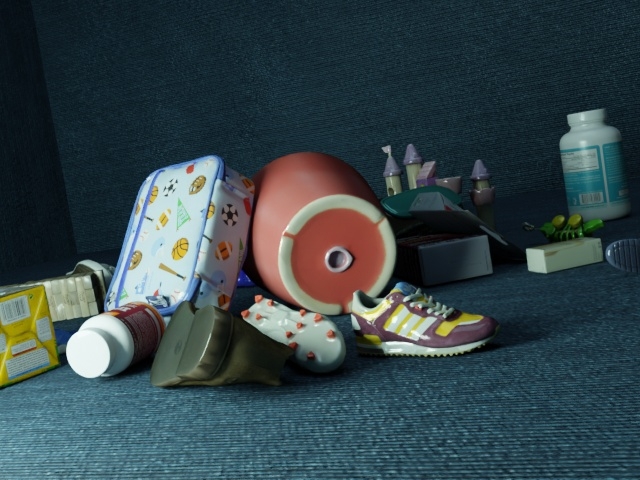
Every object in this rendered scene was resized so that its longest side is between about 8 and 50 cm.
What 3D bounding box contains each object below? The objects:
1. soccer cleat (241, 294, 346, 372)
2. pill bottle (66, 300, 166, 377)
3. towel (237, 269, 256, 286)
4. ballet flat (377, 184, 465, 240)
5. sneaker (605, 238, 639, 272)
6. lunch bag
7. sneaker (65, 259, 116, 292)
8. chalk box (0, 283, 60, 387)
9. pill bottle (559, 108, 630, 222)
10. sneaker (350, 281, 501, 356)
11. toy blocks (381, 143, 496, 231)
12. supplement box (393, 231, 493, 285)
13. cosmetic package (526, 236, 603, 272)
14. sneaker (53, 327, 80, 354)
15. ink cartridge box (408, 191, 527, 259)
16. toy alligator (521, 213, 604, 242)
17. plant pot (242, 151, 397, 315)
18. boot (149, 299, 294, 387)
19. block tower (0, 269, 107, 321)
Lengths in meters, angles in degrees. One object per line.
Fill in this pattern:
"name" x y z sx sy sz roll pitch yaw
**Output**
"soccer cleat" -0.025 0.123 1.060 0.068 0.076 0.196 -46 34 -17
"pill bottle" -0.284 0.139 1.190 0.086 0.086 0.152 -8 5 16
"towel" -0.134 0.053 1.955 0.308 0.076 0.227 -7 6 21
"ballet flat" 0.106 -0.017 1.787 0.482 0.182 0.164 -3 34 -39
"sneaker" 0.499 0.021 1.314 0.144 0.053 0.059 -2 4 -13
"lunch bag" -0.240 0.016 1.418 0.243 0.304 0.115 -7 -30 39
"sneaker" -0.531 0.090 2.085 0.123 0.106 0.290 -15 6 -29
"chalk box" -0.523 0.148 1.285 0.213 0.132 0.132 -7 6 30
"pill bottle" 0.663 -0.182 2.074 0.146 0.264 0.146 -9 5 1
"sneaker" 0.119 0.090 1.015 0.185 0.084 0.069 -7 5 27
"toy blocks" 0.245 -0.118 2.148 0.308 0.260 0.288 -12 6 -33
"supplement box" 0.215 0.030 1.597 0.130 0.073 0.239 -10 4 -11
"cosmetic package" 0.418 0.024 1.463 0.115 0.041 0.060 -11 6 -18
"sneaker" -0.451 0.147 1.410 0.058 0.085 0.152 -5 6 42
"ink cartridge box" 0.299 -0.031 1.668 0.181 0.056 0.224 33 -13 -19
"toy alligator" 0.490 -0.015 1.757 0.189 0.056 0.051 -4 48 46
"plant pot" 0.000 0.000 1.429 0.274 0.275 0.243 -10 15 -12
"boot" -0.129 0.139 1.036 0.115 0.112 0.305 21 -11 -21
"block tower" -0.633 0.137 1.840 0.335 0.091 0.097 -10 6 -7
